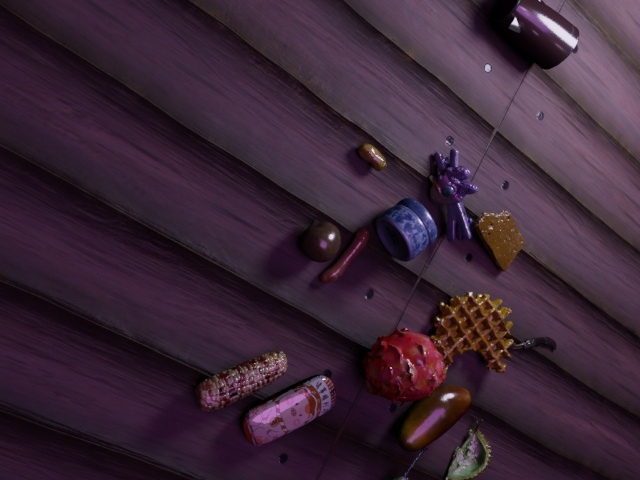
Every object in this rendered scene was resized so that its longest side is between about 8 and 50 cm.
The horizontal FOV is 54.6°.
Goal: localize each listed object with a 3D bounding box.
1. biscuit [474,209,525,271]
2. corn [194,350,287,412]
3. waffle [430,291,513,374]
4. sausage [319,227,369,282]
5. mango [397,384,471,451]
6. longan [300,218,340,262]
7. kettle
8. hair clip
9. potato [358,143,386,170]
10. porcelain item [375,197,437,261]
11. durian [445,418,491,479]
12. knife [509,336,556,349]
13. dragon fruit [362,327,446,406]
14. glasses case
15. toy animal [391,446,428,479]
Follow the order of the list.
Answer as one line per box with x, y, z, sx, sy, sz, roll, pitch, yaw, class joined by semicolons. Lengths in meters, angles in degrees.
0.537;-0.020;1.857;0.131;0.026;0.237;-52;128;-15;biscuit
-0.190;0.348;1.547;0.253;0.086;0.086;-20;105;-23;corn
0.448;0.280;1.858;0.293;0.069;0.260;2;93;-23;waffle
0.069;0.044;1.658;0.043;0.043;0.186;45;77;-23;sausage
0.322;0.507;1.797;0.267;0.111;0.133;-33;125;-20;mango
0.000;0.000;1.590;0.113;0.092;0.113;1;86;-17;longan
0.616;-0.636;1.788;0.232;0.144;0.202;29;64;-23;kettle
0.385;-0.116;1.752;0.090;0.137;0.278;-40;117;-55;hair clip
0.140;-0.224;1.657;0.092;0.046;0.045;38;115;-15;potato
0.234;-0.031;1.669;0.114;0.147;0.147;-35;110;-20;porcelain item
0.470;0.661;1.911;0.100;0.086;0.215;33;84;-11;durian
0.685;0.332;2.001;0.222;0.021;0.046;5;97;-27;knife
0.245;0.344;1.694;0.268;0.205;0.210;20;61;-33;dragon fruit
-0.080;0.441;1.620;0.266;0.067;0.103;-23;107;-21;glasses case
0.235;0.698;1.797;0.070;0.079;0.253;39;79;-25;toy animal
